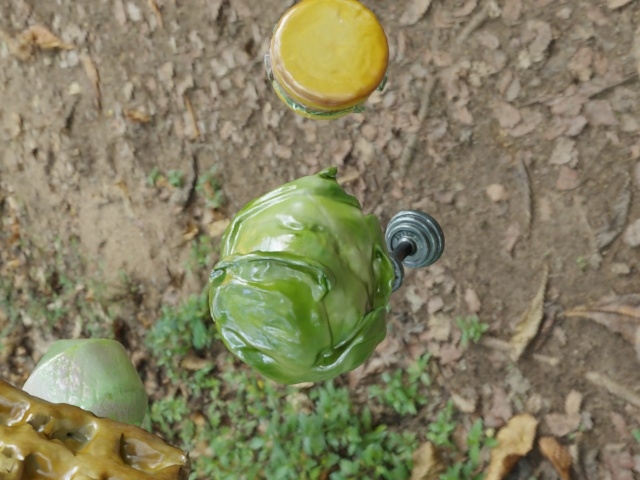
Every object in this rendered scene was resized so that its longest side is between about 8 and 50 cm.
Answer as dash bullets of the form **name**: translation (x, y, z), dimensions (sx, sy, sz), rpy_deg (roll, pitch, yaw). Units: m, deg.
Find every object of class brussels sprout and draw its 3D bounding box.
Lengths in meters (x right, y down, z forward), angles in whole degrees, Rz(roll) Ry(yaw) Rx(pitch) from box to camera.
- **brussels sprout**: translation (-0.021, 0.057, 1.145), dimensions (0.227, 0.259, 0.294), rpy_deg (-2, 149, 18)

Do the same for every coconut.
- **coconut**: translation (-0.447, 0.284, 1.663), dimensions (0.236, 0.236, 0.204), rpy_deg (56, 176, 22)

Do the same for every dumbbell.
- **dumbbell**: translation (0.127, 0.029, 1.496), dimensions (0.110, 0.254, 0.110), rpy_deg (12, 117, 25)

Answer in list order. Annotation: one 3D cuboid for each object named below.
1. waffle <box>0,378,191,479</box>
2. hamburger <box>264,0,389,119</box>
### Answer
- **waffle**: translation (-0.188, 0.174, 0.439), dimensions (0.308, 0.213, 0.091), rpy_deg (-82, 13, -74)
- **hamburger**: translation (0.014, -0.345, 1.711), dimensions (0.170, 0.246, 0.246), rpy_deg (136, 112, -78)
